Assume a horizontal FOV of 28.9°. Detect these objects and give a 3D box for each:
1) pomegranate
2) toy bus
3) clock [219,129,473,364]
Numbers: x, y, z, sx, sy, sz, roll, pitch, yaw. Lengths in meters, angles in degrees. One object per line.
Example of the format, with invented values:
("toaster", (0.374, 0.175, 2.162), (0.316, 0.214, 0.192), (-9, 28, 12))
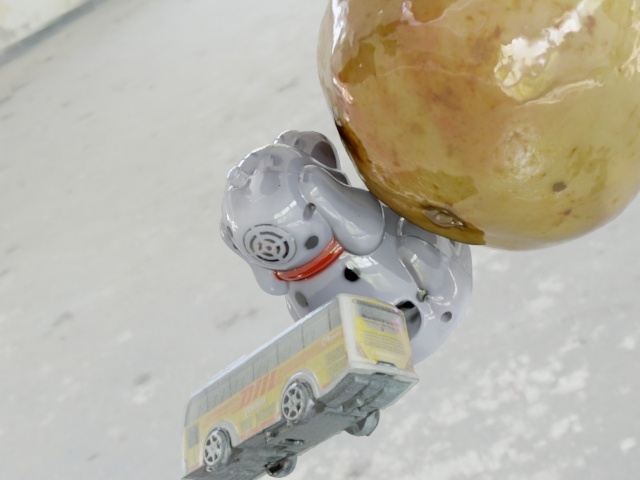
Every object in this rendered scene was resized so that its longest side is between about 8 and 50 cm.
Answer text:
("pomegranate", (0.160, -0.165, 1.115), (0.342, 0.343, 0.342), (-22, 23, 10))
("toy bus", (-0.029, 0.143, 1.120), (0.268, 0.092, 0.106), (-36, 50, 41))
("clock", (0.002, 0.000, 1.183), (0.189, 0.254, 0.189), (-34, 32, 25))
